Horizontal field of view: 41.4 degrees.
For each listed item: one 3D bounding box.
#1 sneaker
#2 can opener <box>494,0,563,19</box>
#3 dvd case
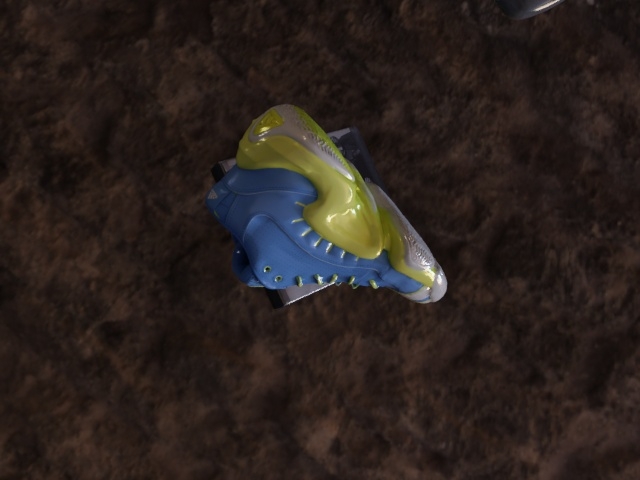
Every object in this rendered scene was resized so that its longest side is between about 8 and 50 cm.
[{"bbox_3d":[0.000,0.000,0.686,0.126,0.091,0.240,-40,-55,8],"label":"sneaker"},{"bbox_3d":[0.201,-0.273,0.619,0.095,0.283,0.076,49,-18,-19],"label":"can opener"},{"bbox_3d":[-0.003,-0.036,1.022,0.029,0.238,0.179,-29,-95,47],"label":"dvd case"}]
